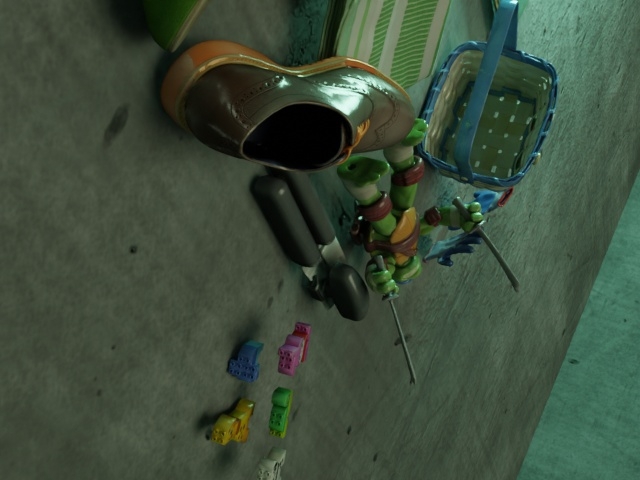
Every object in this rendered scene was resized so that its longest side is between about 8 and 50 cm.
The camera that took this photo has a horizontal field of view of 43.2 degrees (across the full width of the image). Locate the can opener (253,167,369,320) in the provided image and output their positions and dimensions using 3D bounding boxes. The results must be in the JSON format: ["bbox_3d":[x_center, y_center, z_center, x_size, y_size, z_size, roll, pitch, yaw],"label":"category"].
[{"bbox_3d":[0.000,0.000,1.057,0.074,0.093,0.280,-58,142,-25],"label":"can opener"}]

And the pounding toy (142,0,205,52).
[{"bbox_3d":[-0.109,-0.288,0.694,0.237,0.110,0.183,-49,-164,27],"label":"pounding toy"}]

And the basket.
[{"bbox_3d":[0.269,-0.213,1.289,0.254,0.201,0.289,-70,160,-6],"label":"basket"}]

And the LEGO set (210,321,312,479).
[{"bbox_3d":[-0.084,0.212,1.003,0.093,0.087,0.227,-20,122,-73],"label":"LEGO set"}]

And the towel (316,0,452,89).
[{"bbox_3d":[0.092,-0.268,1.067,0.325,0.038,0.247,-41,154,-44],"label":"towel"}]

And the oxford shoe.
[{"bbox_3d":[0.002,-0.122,0.888,0.364,0.133,0.130,-7,133,-47],"label":"oxford shoe"}]

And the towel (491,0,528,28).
[{"bbox_3d":[0.331,-0.578,1.393,0.271,0.040,0.370,-60,145,-26],"label":"towel"}]

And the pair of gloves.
[{"bbox_3d":[0.256,-0.025,1.435,0.023,0.159,0.198,44,64,-12],"label":"pair of gloves"}]

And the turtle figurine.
[{"bbox_3d":[0.141,-0.012,1.094,0.198,0.274,0.266,-22,130,0],"label":"turtle figurine"}]
